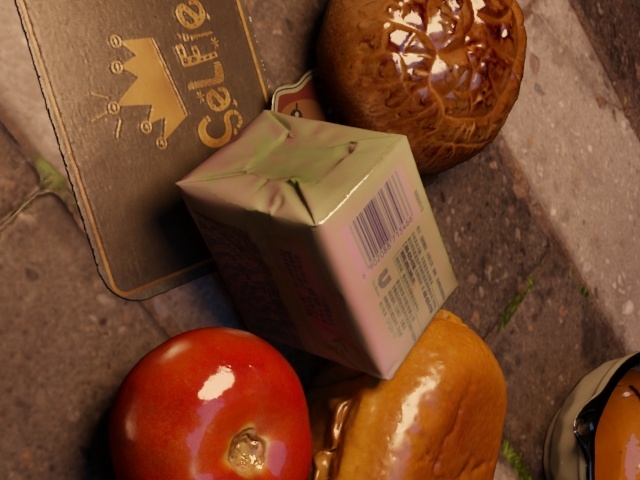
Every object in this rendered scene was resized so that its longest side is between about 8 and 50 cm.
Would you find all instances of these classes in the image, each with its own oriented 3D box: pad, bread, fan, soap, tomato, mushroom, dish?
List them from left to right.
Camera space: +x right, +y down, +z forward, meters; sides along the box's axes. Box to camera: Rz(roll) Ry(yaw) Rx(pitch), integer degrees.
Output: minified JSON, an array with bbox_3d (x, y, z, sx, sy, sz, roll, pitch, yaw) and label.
[{"bbox_3d":[-0.106,-0.160,1.027,0.315,0.063,0.375,-24,103,-40],"label":"pad"},{"bbox_3d":[-0.097,0.173,0.960,0.195,0.136,0.195,1,89,-40],"label":"tomato"},{"bbox_3d":[-0.026,-0.090,1.106,0.220,0.009,0.132,-41,117,-41],"label":"fan"},{"bbox_3d":[0.000,0.000,0.997,0.138,0.182,0.199,-49,133,-30],"label":"soap"},{"bbox_3d":[0.058,0.254,1.057,0.236,0.183,0.388,25,71,-39],"label":"bread"},{"bbox_3d":[0.107,-0.193,1.149,0.253,0.153,0.253,-3,95,-37],"label":"mushroom"},{"bbox_3d":[0.363,0.272,1.357,0.303,0.120,0.303,4,84,-40],"label":"dish"}]

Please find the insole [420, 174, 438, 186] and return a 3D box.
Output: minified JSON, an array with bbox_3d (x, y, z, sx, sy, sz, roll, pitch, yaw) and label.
[{"bbox_3d":[0.089,-0.221,1.235,0.111,0.007,0.328,-10,93,-42],"label":"insole"}]
